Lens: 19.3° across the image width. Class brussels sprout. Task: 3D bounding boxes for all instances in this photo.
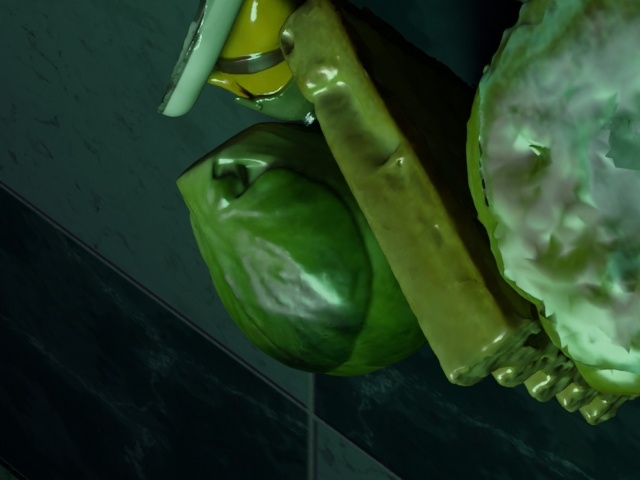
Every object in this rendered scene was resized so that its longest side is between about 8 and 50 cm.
[{"bbox_3d":[0.000,0.000,1.710,0.271,0.210,0.219,40,150,-5],"label":"brussels sprout"}]

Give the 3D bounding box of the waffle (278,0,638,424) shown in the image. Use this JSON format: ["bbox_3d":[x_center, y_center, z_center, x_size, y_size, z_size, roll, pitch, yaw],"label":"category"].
[{"bbox_3d":[0.116,-0.020,1.385,0.348,0.077,0.304,25,-146,-61],"label":"waffle"}]

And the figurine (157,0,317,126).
[{"bbox_3d":[-0.035,-0.184,1.620,0.141,0.166,0.250,23,141,-7],"label":"figurine"}]

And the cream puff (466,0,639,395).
[{"bbox_3d":[0.282,-0.047,1.137,0.378,0.275,0.378,13,113,32],"label":"cream puff"}]

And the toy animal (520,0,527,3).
[{"bbox_3d":[0.213,-0.227,1.224,0.138,0.108,0.236,24,148,-27],"label":"toy animal"}]
